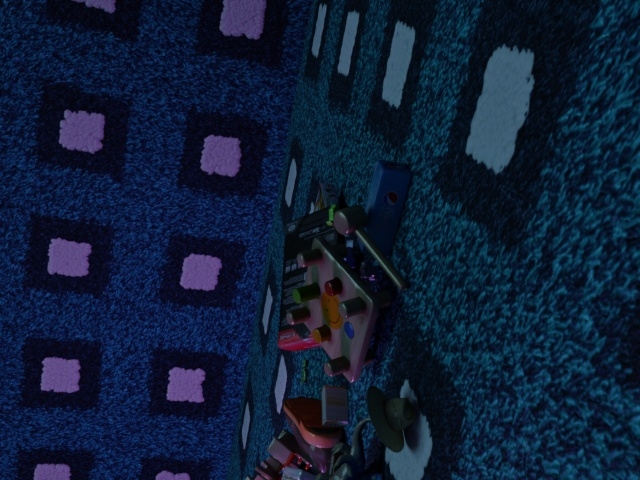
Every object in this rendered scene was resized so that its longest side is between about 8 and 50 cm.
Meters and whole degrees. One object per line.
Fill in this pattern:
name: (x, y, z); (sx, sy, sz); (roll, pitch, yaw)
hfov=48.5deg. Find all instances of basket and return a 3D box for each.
basket: (-0.042, 0.666, 1.868); (0.103, 0.113, 0.167); (-69, 11, -20)

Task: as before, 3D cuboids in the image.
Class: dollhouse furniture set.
dollhouse furniture set: (-0.126, 0.693, 2.049); (0.259, 0.135, 0.262); (-60, -15, 14)

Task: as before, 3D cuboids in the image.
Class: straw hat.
straw hat: (0.149, 0.331, 1.358); (0.061, 0.144, 0.144); (-31, 36, 19)

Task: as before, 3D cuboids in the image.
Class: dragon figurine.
dragon figurine: (0.081, 0.508, 1.520); (0.289, 0.144, 0.085); (-62, 12, 4)

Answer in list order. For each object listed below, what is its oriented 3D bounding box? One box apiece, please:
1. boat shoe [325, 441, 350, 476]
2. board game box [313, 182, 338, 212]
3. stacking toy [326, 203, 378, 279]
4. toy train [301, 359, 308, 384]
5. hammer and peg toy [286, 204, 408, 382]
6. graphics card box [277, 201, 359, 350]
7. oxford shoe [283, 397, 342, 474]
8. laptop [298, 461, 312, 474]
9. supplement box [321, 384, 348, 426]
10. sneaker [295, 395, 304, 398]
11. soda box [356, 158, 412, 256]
boat shoe: (0.043, 0.589, 1.696); (0.073, 0.073, 0.207); (133, 150, -73)
board game box: (0.000, 0.000, 2.218); (0.193, 0.053, 0.305); (-100, 20, -53)
stacking toy: (0.071, 0.003, 1.776); (0.167, 0.052, 0.221); (-8, 71, 45)
toy train: (-0.052, 0.437, 2.360); (0.023, 0.017, 0.083); (152, 125, -63)
hammer and peg toy: (0.047, 0.119, 1.609); (0.266, 0.127, 0.361); (49, 139, 40)
graphics card box: (-0.003, 0.102, 1.935); (0.232, 0.094, 0.371); (-21, 59, 44)
oxford shoe: (-0.033, 0.530, 1.962); (0.363, 0.129, 0.133); (-148, 60, -77)
laptop: (-0.050, 0.921, 2.050); (0.382, 0.236, 0.408); (177, 72, -78)
supplement box: (0.037, 0.429, 1.836); (0.036, 0.062, 0.098); (113, 161, -49)
sneaker: (-0.043, 0.533, 2.154); (0.170, 0.063, 0.075); (-105, 24, -50)
soda box: (0.144, -0.073, 1.619); (0.067, 0.071, 0.210); (-106, 26, -62)
